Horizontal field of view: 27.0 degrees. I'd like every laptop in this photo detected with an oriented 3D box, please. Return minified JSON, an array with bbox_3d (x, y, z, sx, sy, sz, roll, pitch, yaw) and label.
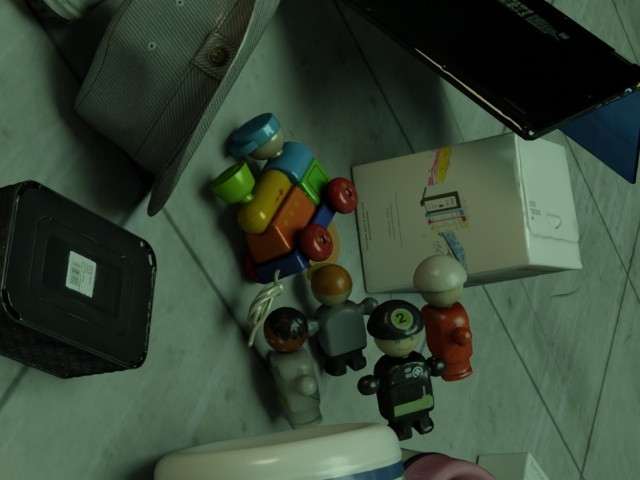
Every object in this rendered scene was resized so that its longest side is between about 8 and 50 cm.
[{"bbox_3d":[0.198,-0.209,1.698,0.408,0.382,0.236,-26,147,-42],"label":"laptop"}]

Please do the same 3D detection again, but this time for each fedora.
[{"bbox_3d":[-0.146,-0.172,1.261,0.124,0.275,0.244,30,5,-12],"label":"fedora"}]

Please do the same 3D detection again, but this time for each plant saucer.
[{"bbox_3d":[0.000,0.000,1.596,0.083,0.013,0.083,24,61,-53],"label":"plant saucer"}]

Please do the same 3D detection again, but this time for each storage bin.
[{"bbox_3d":[-0.231,0.037,1.143,0.180,0.084,0.122,33,53,-51],"label":"storage bin"}]

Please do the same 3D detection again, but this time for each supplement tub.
[{"bbox_3d":[-0.021,0.345,1.240,0.235,0.235,0.324,-1,81,-58],"label":"supplement tub"}]

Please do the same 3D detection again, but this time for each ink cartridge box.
[{"bbox_3d":[0.188,-0.029,1.698,0.171,0.233,0.168,5,76,-58],"label":"ink cartridge box"}]

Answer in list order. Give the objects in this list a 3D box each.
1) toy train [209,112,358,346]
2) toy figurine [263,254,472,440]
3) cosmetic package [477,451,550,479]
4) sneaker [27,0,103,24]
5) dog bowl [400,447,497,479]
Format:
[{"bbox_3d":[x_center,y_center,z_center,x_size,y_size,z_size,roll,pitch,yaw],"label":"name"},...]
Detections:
[{"bbox_3d":[-0.066,-0.020,1.423,0.143,0.105,0.248,52,39,-20],"label":"toy train"},{"bbox_3d":[0.052,0.106,1.458,0.213,0.210,0.148,-41,126,-55],"label":"toy figurine"},{"bbox_3d":[0.256,0.414,1.814,0.117,0.085,0.231,51,42,-38],"label":"cosmetic package"},{"bbox_3d":[-0.166,-0.357,1.312,0.145,0.147,0.384,51,38,-35],"label":"sneaker"},{"bbox_3d":[0.115,0.425,1.520,0.408,0.150,0.408,24,62,-54],"label":"dog bowl"}]
